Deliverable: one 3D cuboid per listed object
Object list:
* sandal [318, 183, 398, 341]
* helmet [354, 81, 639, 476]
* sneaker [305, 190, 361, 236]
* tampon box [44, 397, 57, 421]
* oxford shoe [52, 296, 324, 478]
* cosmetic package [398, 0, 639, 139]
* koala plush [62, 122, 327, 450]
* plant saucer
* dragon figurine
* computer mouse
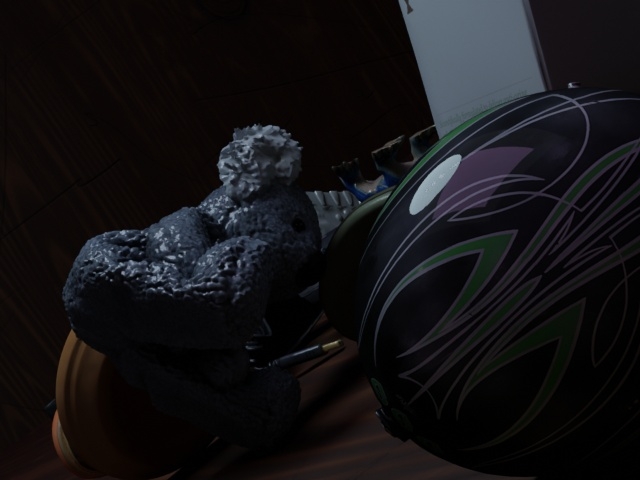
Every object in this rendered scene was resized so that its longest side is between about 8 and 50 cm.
[{"bbox_3d":[0.107,0.003,1.030,0.303,0.120,0.086,-31,19,37],"label":"sandal"},{"bbox_3d":[0.098,0.017,0.545,0.169,0.169,0.161,-36,-12,-27],"label":"helmet"},{"bbox_3d":[0.000,0.000,1.470,0.235,0.090,0.095,13,-42,-28],"label":"sneaker"},{"bbox_3d":[-0.228,0.190,1.555,0.161,0.101,0.120,-31,5,36],"label":"tampon box"},{"bbox_3d":[-0.133,0.129,1.383,0.133,0.130,0.364,-21,13,48],"label":"oxford shoe"},{"bbox_3d":[0.265,-0.190,0.946,0.366,0.155,0.197,-17,2,-16],"label":"cosmetic package"},{"bbox_3d":[-0.079,0.019,1.066,0.203,0.196,0.221,17,48,26],"label":"koala plush"},{"bbox_3d":[-0.144,0.124,1.159,0.200,0.200,0.037,-36,32,-31],"label":"plant saucer"},{"bbox_3d":[0.085,-0.025,1.242,0.085,0.144,0.289,-25,5,-25],"label":"dragon figurine"},{"bbox_3d":[0.022,0.040,1.314,0.262,0.060,0.184,-17,34,7],"label":"computer mouse"}]
